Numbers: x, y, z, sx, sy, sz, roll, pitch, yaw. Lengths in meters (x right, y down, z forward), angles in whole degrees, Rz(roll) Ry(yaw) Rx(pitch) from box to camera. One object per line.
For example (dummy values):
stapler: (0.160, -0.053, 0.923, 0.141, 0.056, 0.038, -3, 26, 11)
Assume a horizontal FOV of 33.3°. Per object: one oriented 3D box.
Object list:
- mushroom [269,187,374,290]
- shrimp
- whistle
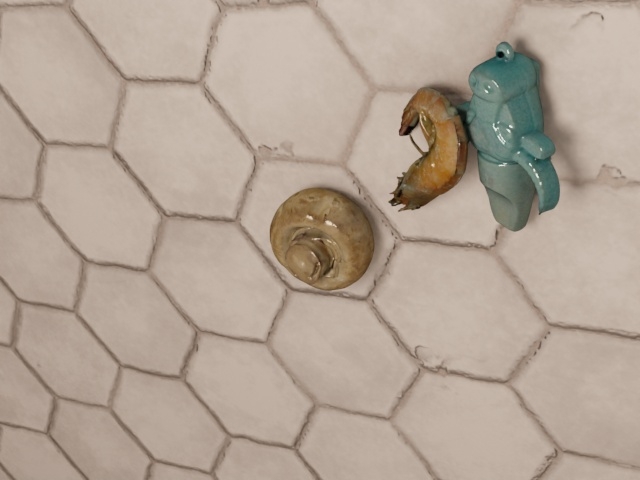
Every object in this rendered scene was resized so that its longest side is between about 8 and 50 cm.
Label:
mushroom: (0.000, 0.000, 1.615, 0.166, 0.127, 0.166, 12, 121, 20)
shrimp: (0.139, -0.117, 1.477, 0.251, 0.052, 0.143, -46, 57, 59)
whistle: (0.243, -0.133, 1.395, 0.186, 0.093, 0.273, 33, 143, 44)
